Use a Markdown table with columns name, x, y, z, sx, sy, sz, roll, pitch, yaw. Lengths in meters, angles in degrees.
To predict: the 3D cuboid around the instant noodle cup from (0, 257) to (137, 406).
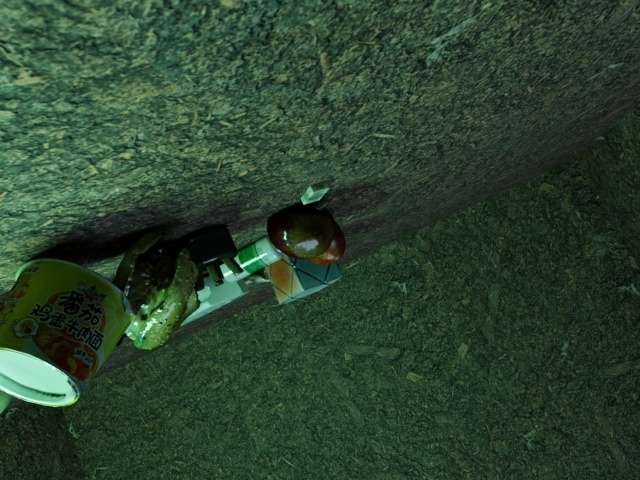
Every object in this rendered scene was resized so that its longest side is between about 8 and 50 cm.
| name | x | y | z | sx | sy | sz | roll | pitch | yaw |
| --- | --- | --- | --- | --- | --- | --- | --- | --- | --- |
| instant noodle cup | -0.540 | 0.192 | 1.008 | 0.264 | 0.264 | 0.200 | -31 | -150 | 35 |

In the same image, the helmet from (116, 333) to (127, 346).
| name | x | y | z | sx | sy | sz | roll | pitch | yaw |
| --- | --- | --- | --- | --- | --- | --- | --- | --- | --- |
| helmet | -0.680 | 0.240 | 1.357 | 0.225 | 0.177 | 0.305 | -19 | -179 | 11 |

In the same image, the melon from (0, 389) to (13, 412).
| name | x | y | z | sx | sy | sz | roll | pitch | yaw |
| --- | --- | --- | --- | --- | --- | --- | --- | --- | --- |
| melon | -0.827 | 0.306 | 1.139 | 0.272 | 0.272 | 0.307 | -16 | 135 | -40 |

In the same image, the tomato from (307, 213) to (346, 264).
| name | x | y | z | sx | sy | sz | roll | pitch | yaw |
| --- | --- | --- | --- | --- | --- | --- | --- | --- | --- |
| tomato | 0.000 | 0.000 | 1.704 | 0.187 | 0.187 | 0.151 | -34 | -172 | 45 |

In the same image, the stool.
| name | x | y | z | sx | sy | sz | roll | pitch | yaw |
| --- | --- | --- | --- | --- | --- | --- | --- | --- | --- |
| stool | -0.319 | 0.059 | 1.345 | 0.228 | 0.139 | 0.153 | -22 | 173 | -17 |

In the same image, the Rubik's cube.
| name | x | y | z | sx | sy | sz | roll | pitch | yaw |
| --- | --- | --- | --- | --- | --- | --- | --- | --- | --- |
| Rubik's cube | -0.074 | 0.110 | 1.988 | 0.205 | 0.205 | 0.207 | -17 | 167 | -38 |

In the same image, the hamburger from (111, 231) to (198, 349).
| name | x | y | z | sx | sy | sz | roll | pitch | yaw |
| --- | --- | --- | --- | --- | --- | --- | --- | --- | --- |
| hamburger | -0.399 | 0.133 | 1.180 | 0.288 | 0.168 | 0.192 | -56 | -170 | 46 |

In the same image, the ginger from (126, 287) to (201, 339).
| name | x | y | z | sx | sy | sz | roll | pitch | yaw |
| --- | --- | --- | --- | --- | --- | --- | --- | --- | --- |
| ginger | -0.507 | 0.212 | 1.627 | 0.276 | 0.130 | 0.221 | -19 | 139 | -59 |

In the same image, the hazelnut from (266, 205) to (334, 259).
| name | x | y | z | sx | sy | sz | roll | pitch | yaw |
| --- | --- | --- | --- | --- | --- | --- | --- | --- | --- |
| hazelnut | -0.060 | -0.031 | 1.496 | 0.202 | 0.160 | 0.170 | 23 | 132 | -23 |

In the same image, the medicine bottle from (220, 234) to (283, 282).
| name | x | y | z | sx | sy | sz | roll | pitch | yaw |
| --- | --- | --- | --- | --- | --- | --- | --- | --- | --- |
| medicine bottle | -0.211 | 0.050 | 1.681 | 0.260 | 0.095 | 0.095 | -28 | 169 | 16 |

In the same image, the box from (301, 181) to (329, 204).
| name | x | y | z | sx | sy | sz | roll | pitch | yaw |
| --- | --- | --- | --- | --- | --- | --- | --- | --- | --- |
| box | -0.015 | -0.130 | 1.381 | 0.054 | 0.024 | 0.083 | -20 | 170 | -26 |

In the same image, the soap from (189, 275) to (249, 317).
| name | x | y | z | sx | sy | sz | roll | pitch | yaw |
| --- | --- | --- | --- | --- | --- | --- | --- | --- | --- |
| soap | -0.460 | 0.226 | 1.948 | 0.347 | 0.114 | 0.208 | -27 | 173 | 21 |

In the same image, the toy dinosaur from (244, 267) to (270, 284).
| name | x | y | z | sx | sy | sz | roll | pitch | yaw |
| --- | --- | --- | --- | --- | --- | --- | --- | --- | --- |
| toy dinosaur | -0.291 | 0.164 | 2.180 | 0.200 | 0.072 | 0.251 | -13 | 179 | -6 |
